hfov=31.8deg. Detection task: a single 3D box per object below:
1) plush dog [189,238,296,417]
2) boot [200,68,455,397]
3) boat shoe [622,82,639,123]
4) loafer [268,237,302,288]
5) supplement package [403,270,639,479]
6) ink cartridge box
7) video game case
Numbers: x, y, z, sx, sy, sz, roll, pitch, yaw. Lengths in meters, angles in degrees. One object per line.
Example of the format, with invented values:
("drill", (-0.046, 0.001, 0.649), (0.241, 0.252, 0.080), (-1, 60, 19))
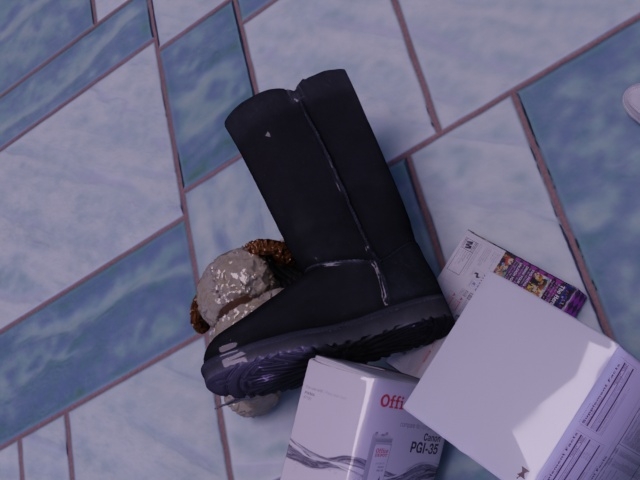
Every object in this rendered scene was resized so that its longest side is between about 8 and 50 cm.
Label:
("plush dog", (-0.110, 0.119, 1.711), (0.262, 0.210, 0.225), (-38, 64, 19))
("boot", (-0.049, -0.023, 1.618), (0.367, 0.146, 0.445), (-13, 64, -17))
("boat shoe", (0.478, -0.170, 1.516), (0.066, 0.063, 0.184), (-49, 49, 8))
("loafer", (0.000, 0.000, 1.797), (0.251, 0.094, 0.087), (-36, 23, 13))
("supplement package", (0.281, 0.199, 1.357), (0.199, 0.262, 0.198), (32, 90, 41))
("ink cartridge box", (0.053, 0.311, 1.488), (0.117, 0.207, 0.283), (12, 86, 39))
("video game case", (0.228, 0.127, 1.579), (0.210, 0.042, 0.232), (31, 90, 42))
